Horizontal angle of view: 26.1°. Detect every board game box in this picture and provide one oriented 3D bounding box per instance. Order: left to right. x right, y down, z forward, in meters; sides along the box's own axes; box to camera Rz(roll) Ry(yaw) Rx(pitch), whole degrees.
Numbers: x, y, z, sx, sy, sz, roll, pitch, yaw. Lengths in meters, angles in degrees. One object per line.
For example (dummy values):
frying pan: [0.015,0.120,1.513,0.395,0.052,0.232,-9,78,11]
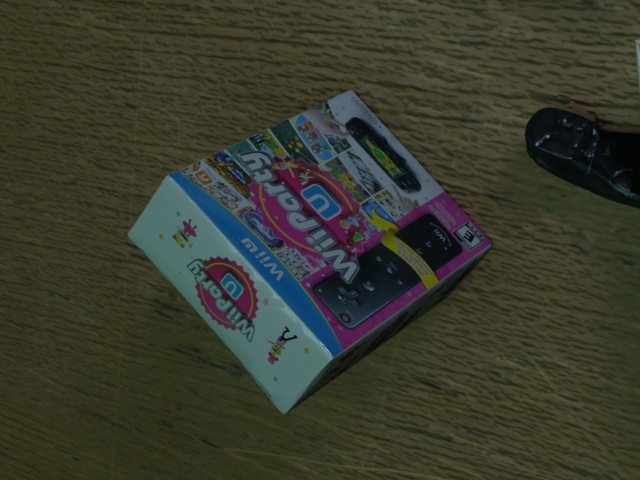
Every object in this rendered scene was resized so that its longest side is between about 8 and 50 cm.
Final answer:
board game box: [0.000,0.000,1.324,0.224,0.303,0.097,47,130,9]

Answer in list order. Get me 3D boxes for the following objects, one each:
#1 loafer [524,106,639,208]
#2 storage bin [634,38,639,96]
loafer: [0.268,-0.066,1.268,0.170,0.062,0.061,29,164,15]
storage bin: [0.375,-0.025,1.074,0.260,0.123,0.262,-142,40,-67]
